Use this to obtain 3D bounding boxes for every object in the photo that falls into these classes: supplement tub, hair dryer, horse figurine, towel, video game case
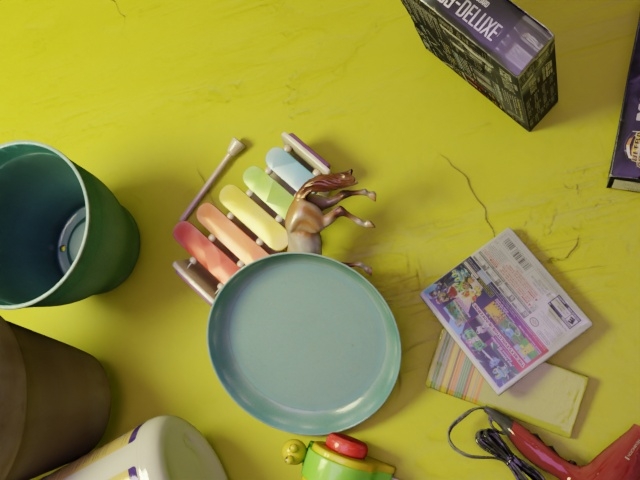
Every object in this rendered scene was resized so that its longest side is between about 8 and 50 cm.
[{"bbox_3d":[-0.330,0.452,1.236,0.331,0.241,0.241,-29,74,10],"label":"supplement tub"},{"bbox_3d":[0.350,0.335,1.136,0.293,0.080,0.224,-14,75,5],"label":"hair dryer"},{"bbox_3d":[0.000,0.000,1.254,0.174,0.066,0.263,3,113,0],"label":"horse figurine"},{"bbox_3d":[0.290,0.221,1.219,0.237,0.021,0.102,18,92,17],"label":"towel"},{"bbox_3d":[0.289,0.109,1.219,0.183,0.023,0.201,-36,71,-1],"label":"video game case"}]

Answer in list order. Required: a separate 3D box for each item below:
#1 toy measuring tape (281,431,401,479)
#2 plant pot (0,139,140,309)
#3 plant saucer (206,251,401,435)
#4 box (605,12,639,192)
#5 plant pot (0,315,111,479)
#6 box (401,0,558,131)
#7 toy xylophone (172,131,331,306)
[{"bbox_3d":[0.085,0.382,1.199,0.330,0.121,0.121,18,86,17],"label":"toy measuring tape"},{"bbox_3d":[-0.453,-0.008,1.339,0.271,0.255,0.272,-2,81,15],"label":"plant pot"},{"bbox_3d":[-0.026,0.164,1.248,0.317,0.044,0.318,3,108,10],"label":"plant saucer"},{"bbox_3d":[0.597,-0.221,1.176,0.257,0.079,0.322,10,84,19],"label":"box"},{"bbox_3d":[-0.514,0.274,1.275,0.323,0.280,0.323,-8,76,33],"label":"plant pot"},{"bbox_3d":[0.240,-0.299,1.167,0.242,0.307,0.076,44,98,18],"label":"box"},{"bbox_3d":[-0.133,-0.047,1.348,0.236,0.081,0.323,33,90,18],"label":"toy xylophone"}]
